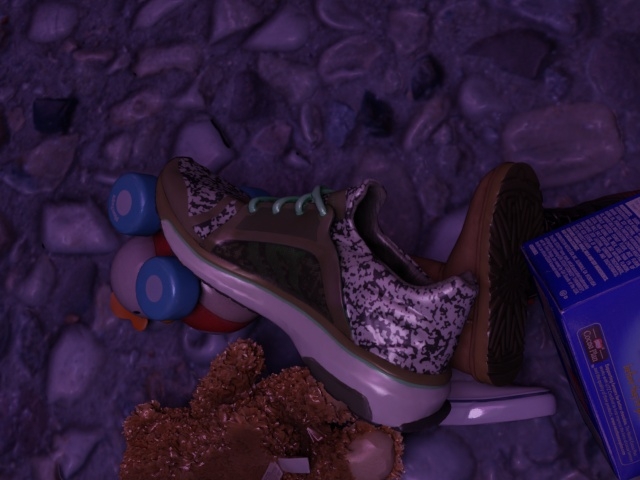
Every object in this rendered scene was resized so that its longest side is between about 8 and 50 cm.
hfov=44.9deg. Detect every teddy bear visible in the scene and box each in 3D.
[{"bbox_3d":[-0.067,0.231,0.891,0.338,0.113,0.245,-38,96,21],"label":"teddy bear"}]

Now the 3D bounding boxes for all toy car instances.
[{"bbox_3d":[-0.186,0.051,0.979,0.238,0.219,0.210,-38,66,33],"label":"toy car"}]

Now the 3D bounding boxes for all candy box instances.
[{"bbox_3d":[0.390,0.062,0.751,0.317,0.268,0.122,-24,34,8],"label":"candy box"}]

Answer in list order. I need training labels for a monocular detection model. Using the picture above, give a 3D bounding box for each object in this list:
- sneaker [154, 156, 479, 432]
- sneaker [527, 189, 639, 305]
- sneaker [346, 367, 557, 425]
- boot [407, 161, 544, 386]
[{"bbox_3d":[0.000,0.000,0.797,0.410,0.158,0.182,37,111,24],"label":"sneaker"},{"bbox_3d":[0.267,0.008,0.877,0.275,0.135,0.098,-21,68,7],"label":"sneaker"},{"bbox_3d":[0.136,0.164,0.886,0.257,0.094,0.091,-2,78,15],"label":"sneaker"},{"bbox_3d":[0.096,0.023,0.848,0.269,0.089,0.236,12,95,46],"label":"boot"}]
